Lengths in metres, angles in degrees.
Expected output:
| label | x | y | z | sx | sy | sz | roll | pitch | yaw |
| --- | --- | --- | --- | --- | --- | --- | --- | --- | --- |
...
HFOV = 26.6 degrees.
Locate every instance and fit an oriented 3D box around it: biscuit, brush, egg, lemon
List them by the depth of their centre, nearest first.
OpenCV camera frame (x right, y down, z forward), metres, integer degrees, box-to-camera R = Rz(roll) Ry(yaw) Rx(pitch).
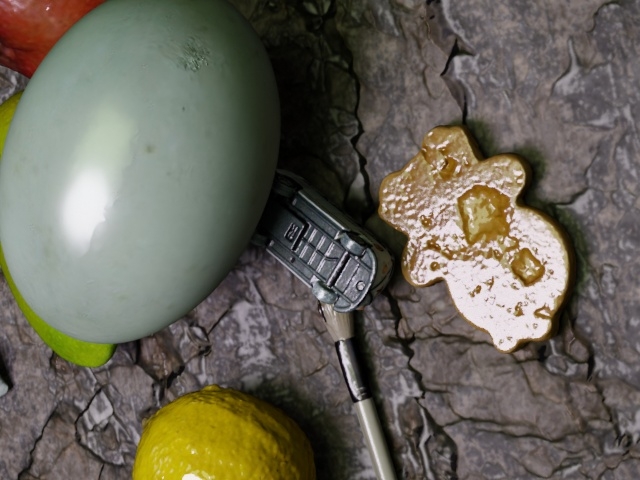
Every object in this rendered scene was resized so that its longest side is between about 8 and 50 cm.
| label | x | y | z | sx | sy | sz | roll | pitch | yaw |
| --- | --- | --- | --- | --- | --- | --- | --- | --- | --- |
| egg | -0.189 | -0.077 | 1.409 | 0.276 | 0.276 | 0.389 | 26 | 98 | 26 |
| biscuit | 0.170 | -0.002 | 1.417 | 0.249 | 0.035 | 0.184 | 48 | 113 | 18 |
| brush | 0.048 | 0.188 | 1.486 | 0.039 | 0.042 | 0.299 | -16 | 84 | 2 |
| lemon | -0.106 | 0.260 | 1.488 | 0.231 | 0.192 | 0.192 | 26 | 104 | 19 |

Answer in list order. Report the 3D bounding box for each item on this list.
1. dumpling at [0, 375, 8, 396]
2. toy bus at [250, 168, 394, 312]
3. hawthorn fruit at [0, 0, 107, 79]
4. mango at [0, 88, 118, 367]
| label | x | y | z | sx | sy | sz | roll | pitch | yaw |
| --- | --- | --- | --- | --- | --- | --- | --- | --- | --- |
| dumpling | -0.505 | 0.154 | 1.751 | 0.217 | 0.105 | 0.149 | 38 | 108 | 10 |
| toy bus | 0.000 | 0.000 | 1.477 | 0.194 | 0.089 | 0.087 | 39 | 110 | 29 |
| hawthorn fruit | -0.289 | -0.323 | 1.523 | 0.311 | 0.295 | 0.295 | -46 | 71 | 26 |
| mango | -0.303 | -0.017 | 1.611 | 0.192 | 0.156 | 0.343 | -17 | 86 | 39 |
